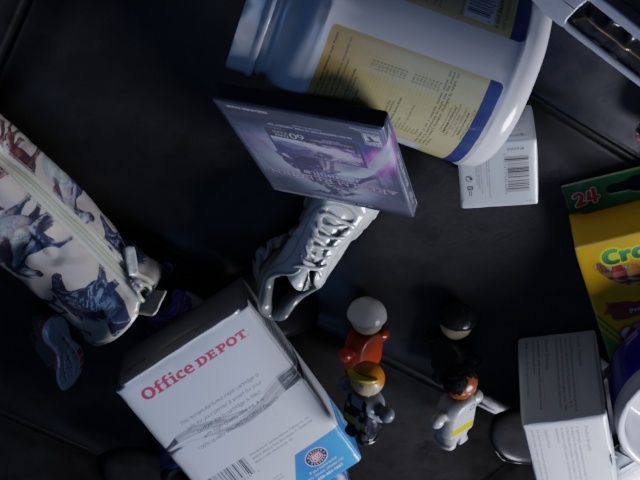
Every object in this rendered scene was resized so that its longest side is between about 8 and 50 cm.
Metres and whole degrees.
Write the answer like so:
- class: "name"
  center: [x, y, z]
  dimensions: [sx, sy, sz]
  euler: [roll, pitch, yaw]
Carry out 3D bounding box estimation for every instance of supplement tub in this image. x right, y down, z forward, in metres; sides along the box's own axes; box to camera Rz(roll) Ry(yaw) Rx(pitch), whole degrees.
- class: "supplement tub"
  center: [0.071, -0.234, 1.133]
  dimensions: [0.316, 0.228, 0.228]
  euler: [19, 127, -7]

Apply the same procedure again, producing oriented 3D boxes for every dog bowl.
- class: "dog bowl"
  center: [0.537, 0.213, 1.401]
  dimensions: [0.265, 0.104, 0.265]
  euler: [2, 130, 3]

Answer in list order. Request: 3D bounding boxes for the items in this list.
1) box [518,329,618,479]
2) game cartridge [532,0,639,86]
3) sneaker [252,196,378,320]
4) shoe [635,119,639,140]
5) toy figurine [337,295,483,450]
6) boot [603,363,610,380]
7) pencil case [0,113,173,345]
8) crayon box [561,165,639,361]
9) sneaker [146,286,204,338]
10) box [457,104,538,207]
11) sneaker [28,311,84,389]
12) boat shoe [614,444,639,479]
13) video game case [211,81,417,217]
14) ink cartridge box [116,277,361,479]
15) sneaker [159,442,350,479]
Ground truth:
- class: "box"
  center: [0.369, 0.262, 1.510]
  dimensions: [0.119, 0.182, 0.181]
  euler: [-8, 126, 15]
- class: "game cartridge"
  center: [0.343, -0.246, 1.110]
  dimensions: [0.297, 0.198, 0.062]
  euler: [32, 124, -16]
- class: "sneaker"
  center: [0.000, 0.000, 1.394]
  dimensions: [0.110, 0.118, 0.292]
  euler: [29, 124, -13]
- class: "shoe"
  center: [0.466, -0.173, 1.236]
  dimensions: [0.081, 0.063, 0.178]
  euler: [21, 131, -16]
- class: "toy figurine"
  center: [0.130, 0.185, 1.463]
  dimensions: [0.213, 0.209, 0.148]
  euler: [6, 122, 2]
- class: "boot"
  center: [0.524, 0.213, 1.534]
  dimensions: [0.190, 0.069, 0.086]
  euler: [26, 119, -23]
- class: "pencil case"
  center: [-0.390, -0.036, 1.381]
  dimensions: [0.183, 0.160, 0.410]
  euler: [-19, 124, 39]
- class: "crayon box"
  center: [0.467, 0.042, 1.392]
  dimensions: [0.202, 0.081, 0.318]
  euler: [-16, 124, 18]
- class: "sneaker"
  center: [-0.245, 0.133, 1.570]
  dimensions: [0.071, 0.068, 0.170]
  euler: [39, 114, -4]
- class: "box"
  center: [0.226, -0.108, 1.300]
  dimensions: [0.102, 0.087, 0.101]
  euler: [-3, 127, 10]
- class: "sneaker"
  center: [-0.428, 0.171, 1.625]
  dimensions: [0.065, 0.061, 0.158]
  euler: [19, 132, 27]
- class: "boat shoe"
  center: [0.504, 0.356, 1.643]
  dimensions: [0.184, 0.066, 0.063]
  euler: [-33, 103, 30]
- class: "video game case"
  center: [0.004, -0.101, 1.193]
  dimensions: [0.196, 0.026, 0.274]
  euler: [12, 164, 16]
- class: "ink cartridge box"
  center: [-0.120, 0.246, 1.500]
  dimensions: [0.223, 0.129, 0.307]
  euler: [-33, 110, 4]
- class: "sneaker"
  center: [-0.114, 0.400, 1.695]
  dimensions: [0.330, 0.147, 0.130]
  euler: [10, 128, -1]
